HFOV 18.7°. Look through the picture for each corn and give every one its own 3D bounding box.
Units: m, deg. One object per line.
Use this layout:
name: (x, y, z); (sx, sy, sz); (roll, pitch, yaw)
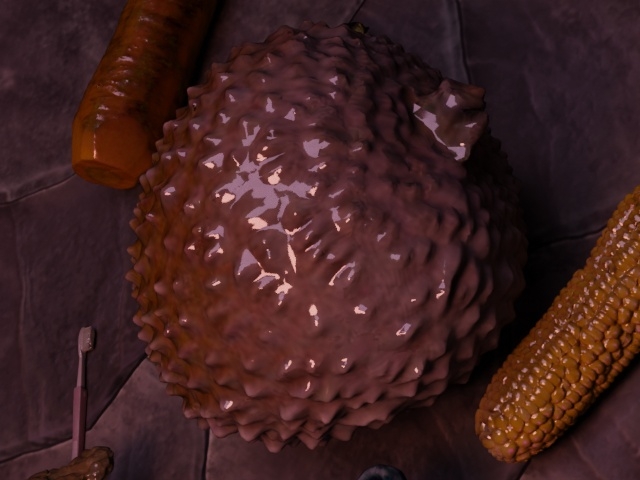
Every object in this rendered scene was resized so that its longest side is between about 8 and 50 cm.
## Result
corn: (0.243, 0.079, 1.756); (0.291, 0.101, 0.101); (-51, 47, -2)

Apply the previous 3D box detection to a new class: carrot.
carrot: (-0.198, -0.204, 2.230); (0.114, 0.114, 0.301); (4, 64, 37)

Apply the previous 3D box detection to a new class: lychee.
lychee: (0.000, 0.000, 1.798); (0.432, 0.380, 0.380); (-41, 47, 27)

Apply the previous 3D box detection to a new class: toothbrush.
toothbrush: (-0.260, 0.180, 2.115); (0.017, 0.014, 0.194); (-16, 56, 27)

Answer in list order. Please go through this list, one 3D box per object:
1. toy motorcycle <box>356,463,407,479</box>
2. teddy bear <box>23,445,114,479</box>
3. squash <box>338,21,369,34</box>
toy motorcycle: (-0.013, 0.363, 1.717); (0.241, 0.182, 0.319); (-9, 61, 31)
teddy bear: (-0.234, 0.336, 1.913); (0.267, 0.156, 0.256); (-42, 46, 10)
squash: (-0.052, -0.159, 2.075); (0.237, 0.204, 0.155); (-19, 75, 29)
